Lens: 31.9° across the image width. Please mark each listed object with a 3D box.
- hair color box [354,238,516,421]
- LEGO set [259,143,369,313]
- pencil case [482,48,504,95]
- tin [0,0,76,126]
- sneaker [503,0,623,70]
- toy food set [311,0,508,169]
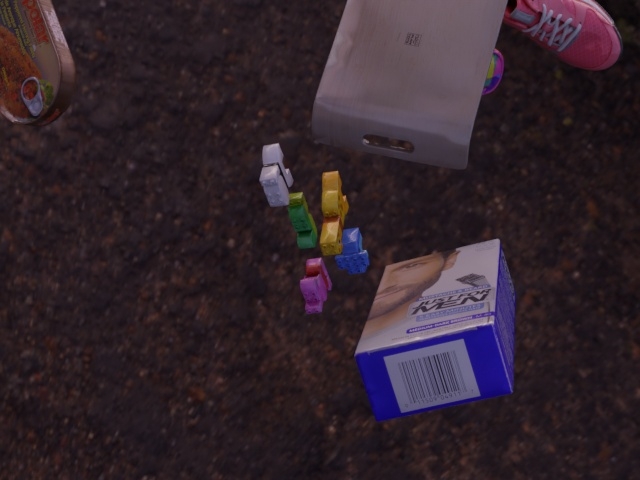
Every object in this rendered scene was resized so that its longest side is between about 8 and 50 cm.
[{"bbox_3d":[0.168,0.114,1.549,0.339,0.185,0.110,-59,133,-71],"label":"hair color box"},{"bbox_3d":[0.000,0.000,1.301,0.087,0.227,0.093,-8,40,16],"label":"LEGO set"},{"bbox_3d":[0.185,-0.309,1.804,0.104,0.104,0.236,-23,44,-30],"label":"pencil case"},{"bbox_3d":[-0.340,-0.220,1.289,0.040,0.106,0.190,3,61,-56],"label":"tin"},{"bbox_3d":[0.350,-0.367,1.833,0.313,0.116,0.136,36,36,-1],"label":"sneaker"},{"bbox_3d":[0.134,-0.257,1.566,0.219,0.092,0.306,13,72,14],"label":"toy food set"}]
